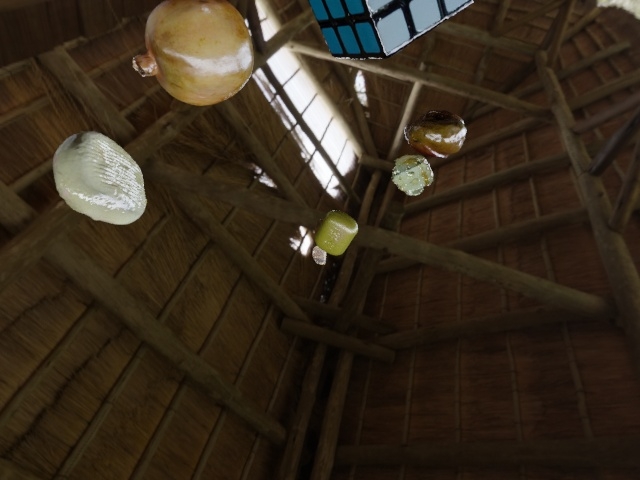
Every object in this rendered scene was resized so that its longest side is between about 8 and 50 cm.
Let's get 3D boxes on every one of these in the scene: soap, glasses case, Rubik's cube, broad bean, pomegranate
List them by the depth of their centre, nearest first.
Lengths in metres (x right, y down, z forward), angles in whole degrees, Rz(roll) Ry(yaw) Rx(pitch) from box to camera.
[{"bbox_3d":[0.081,-0.359,0.555,0.163,0.160,0.162,-35,-147,-7],"label":"Rubik's cube"},{"bbox_3d":[-0.300,-0.440,0.967,0.270,0.229,0.252,-25,-166,-31],"label":"pomegranate"},{"bbox_3d":[0.037,-0.015,1.042,0.089,0.140,0.045,29,-136,-1],"label":"soap"},{"bbox_3d":[0.300,-0.282,1.085,0.156,0.122,0.228,18,-169,8],"label":"broad bean"},{"bbox_3d":[0.000,0.000,1.227,0.041,0.064,0.170,3,-152,0],"label":"glasses case"}]

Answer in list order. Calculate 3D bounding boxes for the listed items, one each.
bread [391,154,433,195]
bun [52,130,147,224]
[{"bbox_3d":[0.311,-0.229,1.406,0.232,0.128,0.088,25,-142,-63],"label":"bread"},{"bbox_3d":[-0.803,-0.209,1.494,0.213,0.361,0.361,-24,-133,9],"label":"bun"}]
